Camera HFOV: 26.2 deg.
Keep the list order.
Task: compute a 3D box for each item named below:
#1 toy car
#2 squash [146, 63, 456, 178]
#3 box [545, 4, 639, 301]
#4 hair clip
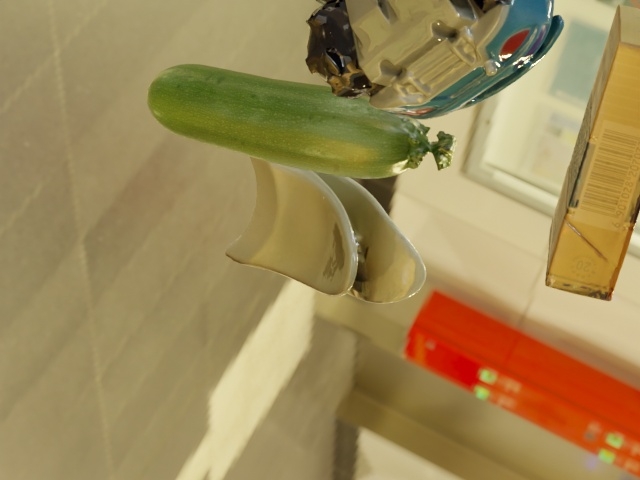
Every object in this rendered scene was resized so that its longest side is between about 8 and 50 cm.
[{"bbox_3d":[0.083,-0.249,1.055,0.166,0.314,0.198,8,151,-38],"label":"toy car"},{"bbox_3d":[-0.031,-0.132,1.558,0.101,0.379,0.101,14,90,-73],"label":"squash"},{"bbox_3d":[0.269,-0.082,1.259,0.152,0.070,0.237,-64,170,-65],"label":"box"},{"bbox_3d":[0.009,-0.004,1.862,0.113,0.282,0.172,-6,118,-42],"label":"hair clip"}]
